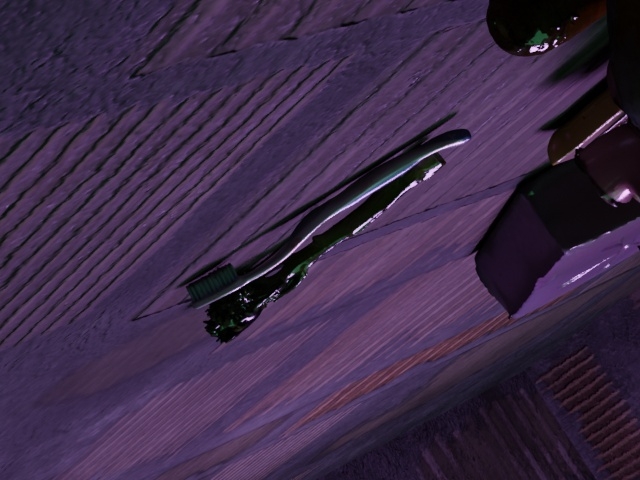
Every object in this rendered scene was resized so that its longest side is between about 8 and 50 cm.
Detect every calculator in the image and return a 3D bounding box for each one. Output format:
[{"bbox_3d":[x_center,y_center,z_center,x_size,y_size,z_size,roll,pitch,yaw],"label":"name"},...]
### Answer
[{"bbox_3d":[0.319,-0.145,1.877,0.236,0.033,0.157,-24,165,-50],"label":"calculator"}]

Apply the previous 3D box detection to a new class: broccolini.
[{"bbox_3d":[-0.006,-0.004,1.605,0.254,0.071,0.057,-43,125,16],"label":"broccolini"}]

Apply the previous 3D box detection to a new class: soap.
[{"bbox_3d":[0.335,-0.045,2.186,0.285,0.107,0.296,-28,168,-13],"label":"soap"}]

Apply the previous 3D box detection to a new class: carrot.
[{"bbox_3d":[0.188,-0.182,1.267,0.186,0.060,0.060,-33,170,-22],"label":"carrot"}]

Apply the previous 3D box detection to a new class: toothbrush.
[{"bbox_3d":[0.007,-0.021,1.543,0.269,0.027,0.021,-32,-156,-4],"label":"toothbrush"}]

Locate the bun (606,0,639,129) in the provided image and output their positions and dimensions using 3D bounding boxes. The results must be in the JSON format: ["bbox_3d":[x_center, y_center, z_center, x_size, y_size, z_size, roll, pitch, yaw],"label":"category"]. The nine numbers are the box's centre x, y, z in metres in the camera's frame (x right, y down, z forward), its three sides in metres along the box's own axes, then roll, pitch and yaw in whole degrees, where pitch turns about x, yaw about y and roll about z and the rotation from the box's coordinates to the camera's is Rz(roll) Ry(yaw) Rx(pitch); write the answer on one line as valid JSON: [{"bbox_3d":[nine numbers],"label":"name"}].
[{"bbox_3d":[0.333,-0.180,1.171,0.362,0.211,0.362,-32,152,-20],"label":"bun"}]

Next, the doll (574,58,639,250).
[{"bbox_3d":[0.369,-0.116,1.656,0.268,0.216,0.284,-44,157,23],"label":"doll"}]
